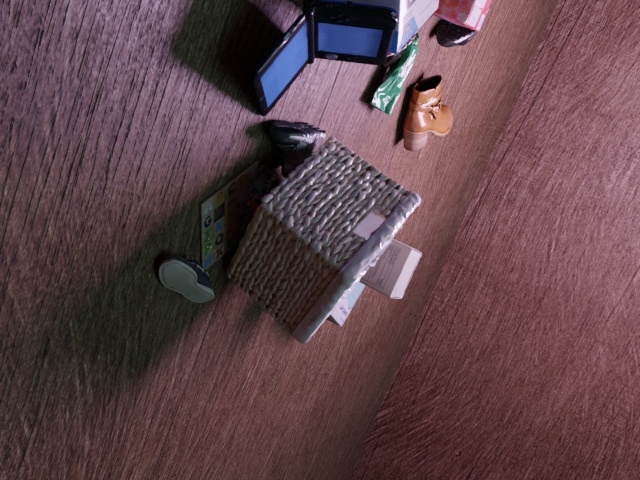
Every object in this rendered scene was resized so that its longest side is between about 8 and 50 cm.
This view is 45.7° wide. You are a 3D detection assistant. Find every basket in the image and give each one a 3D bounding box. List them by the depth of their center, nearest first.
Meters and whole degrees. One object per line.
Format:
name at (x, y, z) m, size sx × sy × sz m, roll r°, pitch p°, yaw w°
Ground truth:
basket at (0.000, 0.000, 1.760) m, size 0.328 × 0.266 × 0.331 m, roll -46°, pitch 172°, yaw -39°

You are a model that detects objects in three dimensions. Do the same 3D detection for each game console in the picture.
game console at (0.007, -0.340, 1.489) m, size 0.293 × 0.250 × 0.173 m, roll 91°, pitch 6°, yaw -87°

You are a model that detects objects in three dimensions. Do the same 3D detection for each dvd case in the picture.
dvd case at (-0.141, -0.108, 1.732) m, size 0.119 × 0.013 × 0.087 m, roll -63°, pitch 160°, yaw 3°

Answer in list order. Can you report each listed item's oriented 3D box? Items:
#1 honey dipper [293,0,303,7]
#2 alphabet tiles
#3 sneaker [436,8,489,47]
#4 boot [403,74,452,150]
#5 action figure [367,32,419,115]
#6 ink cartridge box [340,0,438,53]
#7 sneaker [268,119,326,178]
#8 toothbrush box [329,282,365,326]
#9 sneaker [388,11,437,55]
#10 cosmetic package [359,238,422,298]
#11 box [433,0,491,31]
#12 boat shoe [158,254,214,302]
honey dipper at (-0.064, -0.477, 1.480) m, size 0.160 × 0.030 × 0.030 m, roll -14°, pitch 128°, yaw -58°
alphabet tiles at (-0.190, -0.063, 1.699) m, size 0.237 × 0.009 × 0.198 m, roll -44°, pitch 152°, yaw -41°
sneaker at (0.443, -0.648, 2.378) m, size 0.283 × 0.107 × 0.124 m, roll -46°, pitch 160°, yaw -38°
boot at (0.355, -0.439, 2.445) m, size 0.283 × 0.109 × 0.220 m, roll -36°, pitch 143°, yaw -38°
action figure at (0.211, -0.467, 2.090) m, size 0.232 × 0.063 × 0.137 m, roll -61°, pitch 158°, yaw 6°
ink cartridge box at (0.127, -0.575, 1.570) m, size 0.198 × 0.197 × 0.270 m, roll -51°, pitch 156°, yaw -29°
sneaker at (-0.064, -0.199, 1.734) m, size 0.228 × 0.086 × 0.132 m, roll -14°, pitch 130°, yaw -65°
toothbrush box at (0.068, 0.092, 2.332) m, size 0.296 × 0.126 × 0.216 m, roll -60°, pitch 160°, yaw -10°
sneaker at (0.200, -0.553, 1.903) m, size 0.299 × 0.121 × 0.112 m, roll -47°, pitch -174°, yaw -19°
cosmetic package at (0.114, 0.034, 2.132) m, size 0.153 × 0.296 × 0.129 m, roll -64°, pitch 158°, yaw 3°
box at (0.421, -0.760, 2.128) m, size 0.154 × 0.142 × 0.300 m, roll -15°, pitch 128°, yaw -63°
boat shoe at (-0.284, 0.068, 1.594) m, size 0.206 × 0.075 × 0.065 m, roll 56°, pitch 19°, yaw -61°
